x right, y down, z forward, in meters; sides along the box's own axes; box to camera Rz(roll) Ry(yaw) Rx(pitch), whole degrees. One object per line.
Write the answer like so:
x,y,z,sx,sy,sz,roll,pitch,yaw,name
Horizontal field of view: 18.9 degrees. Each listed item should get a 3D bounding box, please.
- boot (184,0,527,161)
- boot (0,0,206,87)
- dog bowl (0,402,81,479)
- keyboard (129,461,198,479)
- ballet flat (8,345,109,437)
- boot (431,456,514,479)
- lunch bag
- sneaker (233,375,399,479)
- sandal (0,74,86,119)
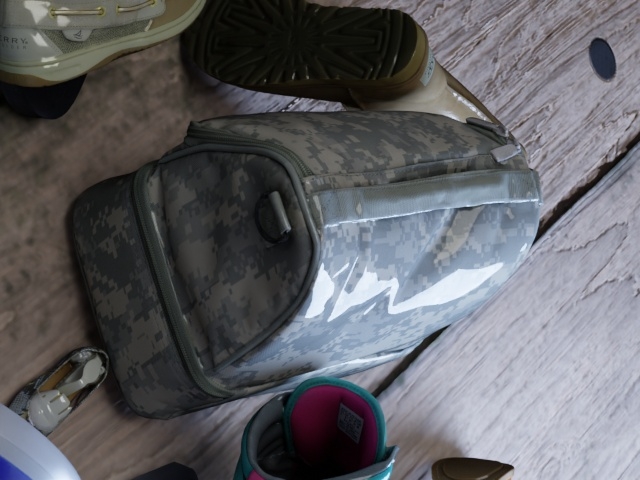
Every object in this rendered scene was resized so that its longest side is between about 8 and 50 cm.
0.034,-0.121,1.691,0.269,0.236,0.089,40,67,-60,boot
-0.165,-0.221,1.417,0.213,0.077,0.165,-34,128,-45,boot
-0.283,0.162,1.169,0.265,0.265,0.104,40,55,-31,dog bowl
-0.172,0.301,1.415,0.317,0.033,0.201,-21,93,-47,keyboard
-0.196,0.115,1.440,0.041,0.041,0.114,58,45,-16,ballet flat
0.129,0.281,1.707,0.197,0.073,0.152,-42,134,-73,boot
0.000,0.000,1.516,0.305,0.256,0.213,-8,80,-47,lunch bag
0.017,0.192,1.525,0.295,0.124,0.178,-15,125,-58,sneaker
-0.175,-0.211,1.512,0.097,0.054,0.254,35,66,-54,sandal
